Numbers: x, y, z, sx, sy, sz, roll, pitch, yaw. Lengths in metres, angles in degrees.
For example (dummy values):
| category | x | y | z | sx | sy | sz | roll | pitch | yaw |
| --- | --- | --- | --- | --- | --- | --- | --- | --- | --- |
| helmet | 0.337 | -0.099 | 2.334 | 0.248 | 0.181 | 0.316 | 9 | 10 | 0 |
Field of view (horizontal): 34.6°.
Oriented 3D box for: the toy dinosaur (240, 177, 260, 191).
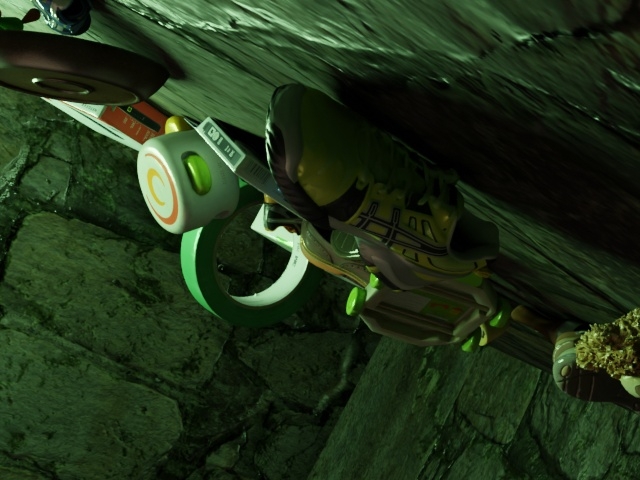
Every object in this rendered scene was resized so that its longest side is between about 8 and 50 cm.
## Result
| category | x | y | z | sx | sy | sz | roll | pitch | yaw |
| --- | --- | --- | --- | --- | --- | --- | --- | --- | --- |
| toy dinosaur | -0.148 | -0.143 | 2.070 | 0.268 | 0.064 | 0.118 | 29 | -175 | 43 |

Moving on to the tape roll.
| category | x | y | z | sx | sy | sz | roll | pitch | yaw |
| --- | --- | --- | --- | --- | --- | --- | --- | --- | --- |
| tape roll | -0.137 | 0.023 | 2.194 | 0.321 | 0.321 | 0.077 | 31 | 175 | -33 |

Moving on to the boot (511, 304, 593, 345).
| category | x | y | z | sx | sy | sz | roll | pitch | yaw |
| --- | --- | --- | --- | --- | --- | --- | --- | --- | --- |
| boot | 0.520 | 0.230 | 1.997 | 0.264 | 0.096 | 0.280 | 28 | 177 | -11 |

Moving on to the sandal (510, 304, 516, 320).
| category | x | y | z | sx | sy | sz | roll | pitch | yaw |
| --- | --- | --- | --- | --- | --- | --- | --- | --- | --- |
| sandal | 0.330 | 0.141 | 2.271 | 0.240 | 0.079 | 0.088 | 28 | 176 | -4 |

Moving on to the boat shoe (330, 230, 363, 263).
| category | x | y | z | sx | sy | sz | roll | pitch | yaw |
| --- | --- | --- | --- | --- | --- | --- | --- | --- | --- |
| boat shoe | 0.120 | 0.011 | 1.784 | 0.104 | 0.110 | 0.307 | 31 | 176 | -25 |

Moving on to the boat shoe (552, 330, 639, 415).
| category | x | y | z | sx | sy | sz | roll | pitch | yaw |
| --- | --- | --- | --- | --- | --- | --- | --- | --- | --- |
| boat shoe | 0.552 | 0.228 | 1.776 | 0.324 | 0.123 | 0.116 | 20 | -149 | -10 |

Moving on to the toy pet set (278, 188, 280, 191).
| category | x | y | z | sx | sy | sz | roll | pitch | yaw |
| --- | --- | --- | --- | --- | --- | --- | --- | --- | --- |
| toy pet set | -0.007 | -0.086 | 1.743 | 0.114 | 0.065 | 0.122 | 29 | 176 | -15 |

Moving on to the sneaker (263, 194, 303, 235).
| category | x | y | z | sx | sy | sz | roll | pitch | yaw |
| --- | --- | --- | --- | --- | --- | --- | --- | --- | --- |
| sneaker | -0.033 | -0.048 | 2.142 | 0.215 | 0.083 | 0.084 | 11 | -175 | -32 |

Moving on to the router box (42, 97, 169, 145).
| category | x | y | z | sx | sy | sz | roll | pitch | yaw |
| --- | --- | --- | --- | --- | --- | --- | --- | --- | --- |
| router box | -0.461 | -0.283 | 2.222 | 0.335 | 0.082 | 0.301 | 25 | 175 | 36 |

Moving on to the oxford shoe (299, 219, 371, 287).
| category | x | y | z | sx | sy | sz | roll | pitch | yaw |
| --- | --- | --- | --- | --- | --- | --- | --- | --- | --- |
| oxford shoe | 0.127 | 0.036 | 2.016 | 0.364 | 0.130 | 0.132 | 18 | 156 | 8 |

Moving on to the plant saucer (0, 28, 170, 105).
| category | x | y | z | sx | sy | sz | roll | pitch | yaw |
| --- | --- | --- | --- | --- | --- | --- | --- | --- | --- |
| plant saucer | -0.385 | -0.251 | 1.543 | 0.311 | 0.050 | 0.310 | 8 | 176 | 1 |

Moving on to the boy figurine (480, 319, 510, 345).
| category | x | y | z | sx | sy | sz | roll | pitch | yaw |
| --- | --- | --- | --- | --- | --- | --- | --- | --- | --- |
| boy figurine | 0.268 | 0.132 | 2.201 | 0.285 | 0.092 | 0.177 | 34 | 142 | 19 |

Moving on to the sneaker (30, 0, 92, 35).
| category | x | y | z | sx | sy | sz | roll | pitch | yaw |
| --- | --- | --- | --- | --- | --- | --- | --- | --- | --- |
| sneaker | -0.321 | -0.292 | 1.314 | 0.059 | 0.053 | 0.144 | 25 | 177 | 10 |

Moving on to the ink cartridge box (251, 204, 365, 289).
| category | x | y | z | sx | sy | sz | roll | pitch | yaw |
| --- | --- | --- | --- | --- | --- | --- | --- | --- | --- |
| ink cartridge box | 0.000 | 0.000 | 2.474 | 0.198 | 0.114 | 0.273 | 25 | 175 | 40 |

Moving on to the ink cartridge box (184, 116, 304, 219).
| category | x | y | z | sx | sy | sz | roll | pitch | yaw |
| --- | --- | --- | --- | --- | --- | --- | --- | --- | --- |
| ink cartridge box | -0.124 | -0.142 | 1.844 | 0.206 | 0.045 | 0.208 | 33 | -171 | -45 |

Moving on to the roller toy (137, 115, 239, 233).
| category | x | y | z | sx | sy | sz | roll | pitch | yaw |
| --- | --- | --- | --- | --- | --- | --- | --- | --- | --- |
| roller toy | -0.252 | -0.121 | 1.987 | 0.146 | 0.191 | 0.209 | -22 | -133 | -31 |

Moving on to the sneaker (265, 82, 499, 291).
| category | x | y | z | sx | sy | sz | roll | pitch | yaw |
| --- | --- | --- | --- | --- | --- | --- | --- | --- | --- |
| sneaker | 0.076 | -0.068 | 1.157 | 0.147 | 0.145 | 0.385 | -11 | 151 | 30 |

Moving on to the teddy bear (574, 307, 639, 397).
| category | x | y | z | sx | sy | sz | roll | pitch | yaw |
| --- | --- | --- | --- | --- | --- | --- | --- | --- | --- |
| teddy bear | 0.494 | 0.189 | 1.521 | 0.245 | 0.113 | 0.338 | 25 | 176 | 8 |

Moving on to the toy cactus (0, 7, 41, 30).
| category | x | y | z | sx | sy | sz | roll | pitch | yaw |
| --- | --- | --- | --- | --- | --- | --- | --- | --- | --- |
| toy cactus | -0.525 | -0.371 | 1.567 | 0.180 | 0.112 | 0.219 | 47 | 178 | -3 |

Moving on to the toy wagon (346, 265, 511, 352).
| category | x | y | z | sx | sy | sz | roll | pitch | yaw |
| --- | --- | --- | --- | --- | --- | --- | --- | --- | --- |
| toy wagon | 0.216 | 0.103 | 1.906 | 0.267 | 0.068 | 0.344 | 18 | 146 | -13 |
